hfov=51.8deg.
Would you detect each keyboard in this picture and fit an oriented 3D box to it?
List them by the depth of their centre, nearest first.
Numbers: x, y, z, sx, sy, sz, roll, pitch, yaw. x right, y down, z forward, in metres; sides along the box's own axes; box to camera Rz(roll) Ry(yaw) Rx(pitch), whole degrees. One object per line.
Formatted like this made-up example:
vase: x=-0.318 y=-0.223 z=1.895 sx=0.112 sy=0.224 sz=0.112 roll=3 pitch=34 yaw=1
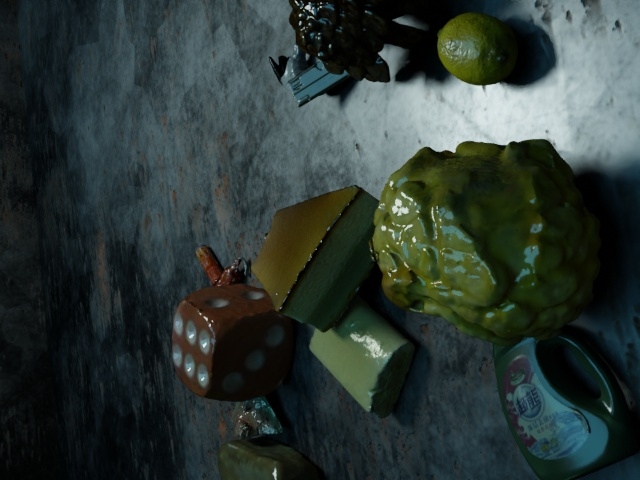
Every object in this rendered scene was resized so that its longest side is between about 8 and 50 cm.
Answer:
keyboard: x=0.008 y=-0.264 z=1.049 sx=0.129 sy=0.015 sz=0.049 roll=-27 pitch=87 yaw=24

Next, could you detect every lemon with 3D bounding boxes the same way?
lemon: x=0.187 y=-0.232 z=0.797 sx=0.110 sy=0.082 sz=0.082 roll=41 pitch=124 yaw=37

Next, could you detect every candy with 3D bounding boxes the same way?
candy: x=-0.096 y=0.429 z=1.203 sx=0.233 sy=0.104 sz=0.102 roll=-4 pitch=83 yaw=53

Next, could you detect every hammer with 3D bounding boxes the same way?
hammer: x=-0.005 y=-0.457 z=1.087 sx=0.152 sy=0.044 sz=0.427 roll=32 pitch=116 yaw=50

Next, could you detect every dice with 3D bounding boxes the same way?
dice: x=-0.166 y=0.184 z=1.224 sx=0.175 sy=0.179 sz=0.174 roll=26 pitch=113 yaw=53

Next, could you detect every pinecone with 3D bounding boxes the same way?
pinecone: x=0.055 y=-0.334 z=0.887 sx=0.229 sy=0.202 sz=0.202 roll=149 pitch=139 yaw=-72

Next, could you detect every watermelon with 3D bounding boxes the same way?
watermelon: x=-0.139 y=0.331 z=1.277 sx=0.155 sy=0.080 sz=0.101 roll=146 pitch=105 yaw=-72

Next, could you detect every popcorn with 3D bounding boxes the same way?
popcorn: x=0.178 y=-0.008 z=0.720 sx=0.250 sy=0.250 sz=0.190 roll=57 pitch=168 yaw=35

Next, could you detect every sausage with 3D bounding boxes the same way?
sausage: x=-0.243 y=0.052 z=1.443 sx=0.129 sy=0.034 sz=0.034 roll=53 pitch=131 yaw=38

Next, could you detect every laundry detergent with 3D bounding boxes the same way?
laundry detergent: x=0.257 y=0.155 z=0.741 sx=0.137 sy=0.062 sz=0.211 roll=-46 pitch=54 yaw=41

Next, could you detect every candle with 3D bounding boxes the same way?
candle: x=-0.191 y=0.098 z=1.362 sx=0.048 sy=0.053 sz=0.162 roll=50 pitch=128 yaw=33

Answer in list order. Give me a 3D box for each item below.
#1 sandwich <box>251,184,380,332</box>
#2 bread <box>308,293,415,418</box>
sandwich: x=0.000 y=0.000 z=1.024 sx=0.220 sy=0.108 sz=0.186 roll=-56 pitch=31 yaw=10
bread: x=0.058 y=0.166 z=1.012 sx=0.178 sy=0.060 sz=0.140 roll=39 pitch=122 yaw=46
